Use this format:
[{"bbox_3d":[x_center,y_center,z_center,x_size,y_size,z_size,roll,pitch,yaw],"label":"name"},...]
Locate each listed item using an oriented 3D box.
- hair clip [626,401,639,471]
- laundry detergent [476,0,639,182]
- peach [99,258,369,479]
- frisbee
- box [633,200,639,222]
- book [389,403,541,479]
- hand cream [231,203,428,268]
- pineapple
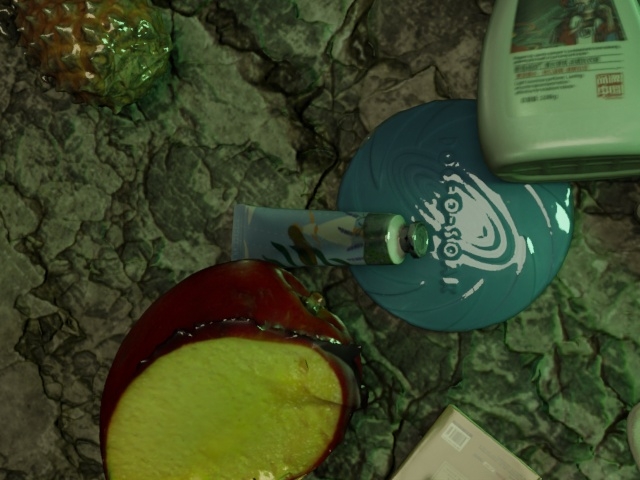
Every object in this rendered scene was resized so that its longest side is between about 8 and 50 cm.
[{"bbox_3d":[0.446,0.273,0.957,0.172,0.113,0.282,-53,57,25],"label":"hair clip"},{"bbox_3d":[0.306,-0.273,1.051,0.263,0.124,0.398,-3,78,15],"label":"laundry detergent"},{"bbox_3d":[-0.115,0.172,1.096,0.257,0.201,0.362,35,110,-17],"label":"peach"},{"bbox_3d":[0.156,-0.033,1.114,0.289,0.049,0.290,-1,86,13],"label":"frisbee"},{"bbox_3d":[0.468,0.022,1.032,0.103,0.055,0.244,-42,78,8],"label":"box"},{"bbox_3d":[0.149,0.314,1.109,0.138,0.016,0.199,39,95,13],"label":"book"},{"bbox_3d":[0.000,0.000,1.130,0.271,0.058,0.091,1,89,31],"label":"hand cream"},{"bbox_3d":[-0.347,-0.308,1.213,0.361,0.175,0.175,42,96,28],"label":"pineapple"}]
